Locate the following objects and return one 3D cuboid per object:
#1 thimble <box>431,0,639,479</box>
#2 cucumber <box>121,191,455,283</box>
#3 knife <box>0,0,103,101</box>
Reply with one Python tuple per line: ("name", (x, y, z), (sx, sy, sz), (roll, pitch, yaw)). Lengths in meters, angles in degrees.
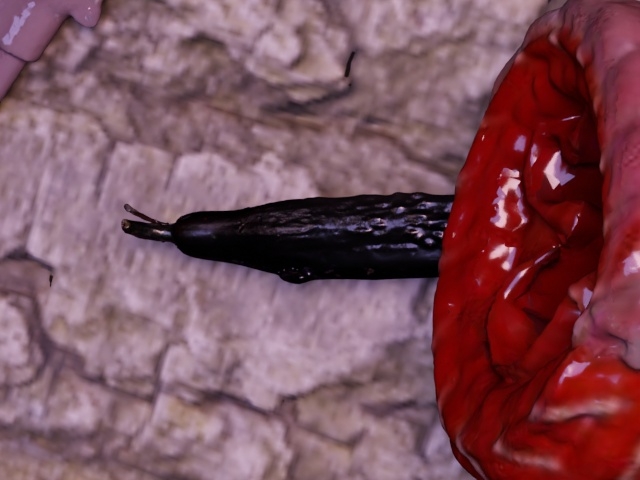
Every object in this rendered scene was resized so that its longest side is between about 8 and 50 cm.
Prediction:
("thimble", (0.119, 0.012, 0.619), (0.125, 0.189, 0.163), (15, 126, -14))
("cucumber", (0.000, 0.000, 0.738), (0.163, 0.043, 0.039), (-3, 62, 19))
("knife", (-0.222, -0.007, 0.810), (0.132, 0.038, 0.399), (38, 99, 12))
